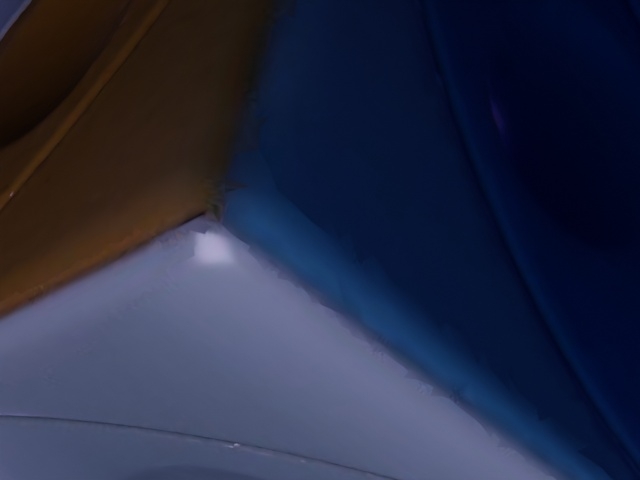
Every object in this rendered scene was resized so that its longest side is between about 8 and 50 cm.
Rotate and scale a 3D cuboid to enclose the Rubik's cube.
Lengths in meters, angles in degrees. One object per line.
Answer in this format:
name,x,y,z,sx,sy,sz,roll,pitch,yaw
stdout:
Rubik's cube,0.000,0.000,0.999,0.351,0.352,0.347,35,140,-29
